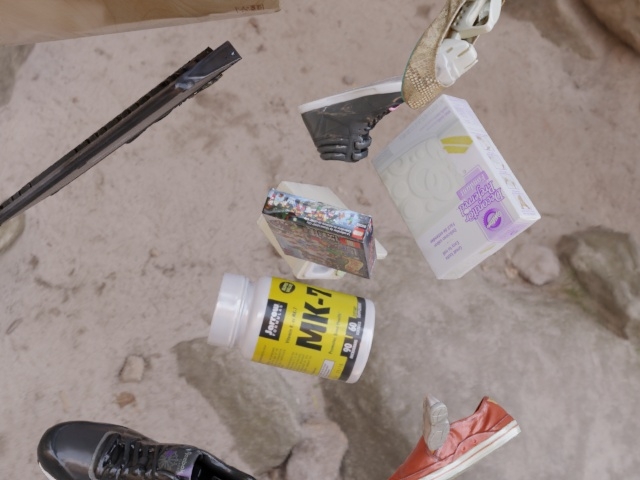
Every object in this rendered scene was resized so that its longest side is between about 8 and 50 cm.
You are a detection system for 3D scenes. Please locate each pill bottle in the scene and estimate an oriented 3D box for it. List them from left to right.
[{"bbox_3d":[-0.041,0.115,1.034,0.209,0.119,0.119,13,64,-6],"label":"pill bottle"}]

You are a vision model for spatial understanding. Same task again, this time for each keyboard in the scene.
[{"bbox_3d":[-0.211,-0.121,0.817,0.033,0.317,0.201,57,29,-12],"label":"keyboard"}]

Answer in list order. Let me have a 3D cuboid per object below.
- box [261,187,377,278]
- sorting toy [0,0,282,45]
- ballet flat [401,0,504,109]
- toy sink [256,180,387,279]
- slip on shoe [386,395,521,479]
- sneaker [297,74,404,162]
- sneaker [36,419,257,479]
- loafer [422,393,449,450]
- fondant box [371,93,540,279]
[{"bbox_3d":[0.005,-0.005,1.218,0.159,0.233,0.044,17,76,11],"label":"box"},{"bbox_3d":[-0.163,-0.222,0.553,0.256,0.257,0.089,-8,95,-1],"label":"sorting toy"},{"bbox_3d":[0.168,-0.248,0.923,0.073,0.067,0.206,35,79,-45],"label":"ballet flat"},{"bbox_3d":[0.000,0.000,1.616,0.153,0.131,0.234,2,38,-49],"label":"toy sink"},{"bbox_3d":[0.215,0.401,1.425,0.331,0.123,0.101,-28,68,-13],"label":"slip on shoe"},{"bbox_3d":[0.103,-0.244,1.564,0.104,0.296,0.146,-36,112,-58],"label":"sneaker"},{"bbox_3d":[-0.202,0.277,0.945,0.283,0.124,0.107,24,47,-11],"label":"sneaker"},{"bbox_3d":[0.195,0.311,1.314,0.045,0.125,0.039,-21,44,-17],"label":"loafer"},{"bbox_3d":[0.285,-0.115,1.665,0.096,0.238,0.330,0,56,-50],"label":"fondant box"}]
